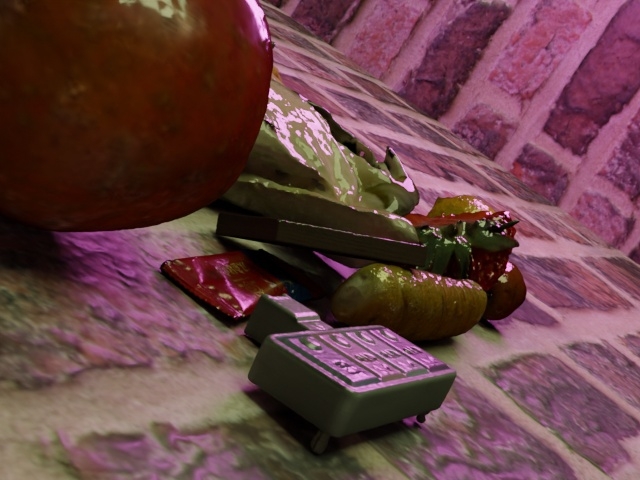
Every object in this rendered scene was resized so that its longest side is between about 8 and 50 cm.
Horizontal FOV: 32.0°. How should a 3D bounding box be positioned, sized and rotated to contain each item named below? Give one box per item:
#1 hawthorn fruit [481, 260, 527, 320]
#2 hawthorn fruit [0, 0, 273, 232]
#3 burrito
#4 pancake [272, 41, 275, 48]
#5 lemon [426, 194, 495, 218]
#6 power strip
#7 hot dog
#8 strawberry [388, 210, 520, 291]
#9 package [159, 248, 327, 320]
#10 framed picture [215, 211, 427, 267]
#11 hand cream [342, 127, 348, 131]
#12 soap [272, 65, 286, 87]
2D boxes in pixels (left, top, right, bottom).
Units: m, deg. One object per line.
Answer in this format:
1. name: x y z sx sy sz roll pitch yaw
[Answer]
1. hawthorn fruit: 0.216 0.065 1.420 0.081 0.081 0.093 39 25 22
2. hawthorn fruit: -0.172 -0.139 0.840 0.284 0.284 0.284 31 14 -8
3. burrito: -0.045 -0.087 1.229 0.332 0.135 0.190 32 21 -18
4. pancake: -0.121 -0.250 1.621 0.190 0.020 0.184 -11 -29 41
5. lemon: 0.205 -0.007 1.575 0.133 0.109 0.109 45 16 12
6. power strip: 0.007 0.098 0.892 0.145 0.061 0.215 32 11 25
7. hot dog: 0.102 0.066 1.147 0.061 0.088 0.286 47 22 24
8. strawberry: 0.138 0.015 1.383 0.174 0.098 0.228 -7 7 -17
9. package: -0.064 0.036 0.999 0.083 0.022 0.200 37 16 16
10. framed picture: 0.000 0.000 1.088 0.168 0.023 0.128 10 -1 -31
11. hand cream: 0.017 -0.117 1.689 0.079 0.050 0.275 6 19 3
12. soap: -0.129 -0.195 1.443 0.427 0.115 0.306 19 20 -38
